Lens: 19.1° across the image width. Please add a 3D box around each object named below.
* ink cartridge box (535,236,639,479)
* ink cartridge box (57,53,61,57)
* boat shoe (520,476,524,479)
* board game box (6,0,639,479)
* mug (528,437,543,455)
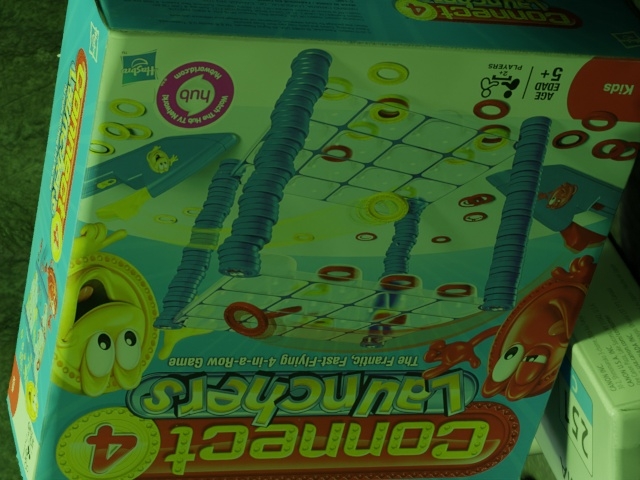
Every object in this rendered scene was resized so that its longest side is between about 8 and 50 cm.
[{"bbox_3d":[0.169,0.116,1.238,0.296,0.066,0.261,-113,13,-55],"label":"ink cartridge box"},{"bbox_3d":[-0.051,-0.091,1.360,0.206,0.208,0.045,3,80,47],"label":"ink cartridge box"},{"bbox_3d":[0.133,0.260,1.640,0.340,0.127,0.158,-151,55,-70],"label":"boat shoe"},{"bbox_3d":[0.000,0.000,1.053,0.086,0.308,0.302,-114,31,-50],"label":"board game box"},{"bbox_3d":[0.139,0.133,1.454,0.062,0.064,0.078,62,-166,-51],"label":"mug"}]
